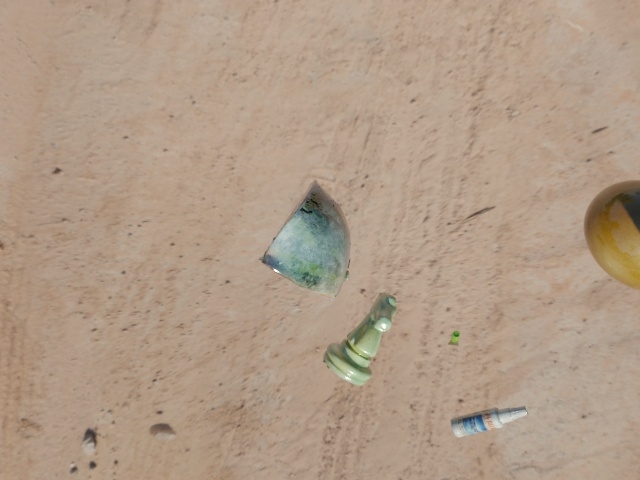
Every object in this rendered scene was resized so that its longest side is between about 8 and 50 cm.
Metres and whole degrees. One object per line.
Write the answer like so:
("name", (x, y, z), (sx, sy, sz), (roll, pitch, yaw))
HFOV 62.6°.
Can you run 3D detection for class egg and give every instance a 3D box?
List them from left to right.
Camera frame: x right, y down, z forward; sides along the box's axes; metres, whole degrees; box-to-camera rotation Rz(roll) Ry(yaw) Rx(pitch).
("egg", (0.878, -0.012, 1.413), (0.351, 0.282, 0.283), (38, 88, -11))

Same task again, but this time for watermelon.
("watermelon", (0.005, 0.004, 1.045), (0.175, 0.322, 0.188), (35, 96, -5))

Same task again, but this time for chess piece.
("chess piece", (0.153, 0.304, 1.698), (0.175, 0.176, 0.298), (34, 94, 5))

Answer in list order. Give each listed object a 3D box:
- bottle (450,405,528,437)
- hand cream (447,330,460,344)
("bottle", (0.483, 0.510, 1.505), (0.217, 0.060, 0.060), (-27, 85, 26))
("hand cream", (0.433, 0.319, 1.698), (0.036, 0.122, 0.023), (4, 65, 11))
